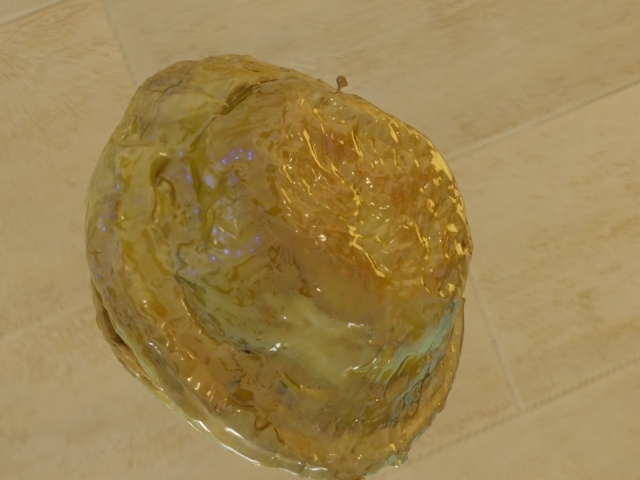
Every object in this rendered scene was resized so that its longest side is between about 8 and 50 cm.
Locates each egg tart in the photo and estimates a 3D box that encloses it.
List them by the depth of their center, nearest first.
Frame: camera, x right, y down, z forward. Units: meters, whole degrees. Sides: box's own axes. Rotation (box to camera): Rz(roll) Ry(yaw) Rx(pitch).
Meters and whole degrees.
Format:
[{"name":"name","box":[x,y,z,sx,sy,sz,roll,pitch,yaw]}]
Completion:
[{"name":"egg tart","box":[0.000,0.000,0.925,0.319,0.128,0.319,21,54,-32]}]
